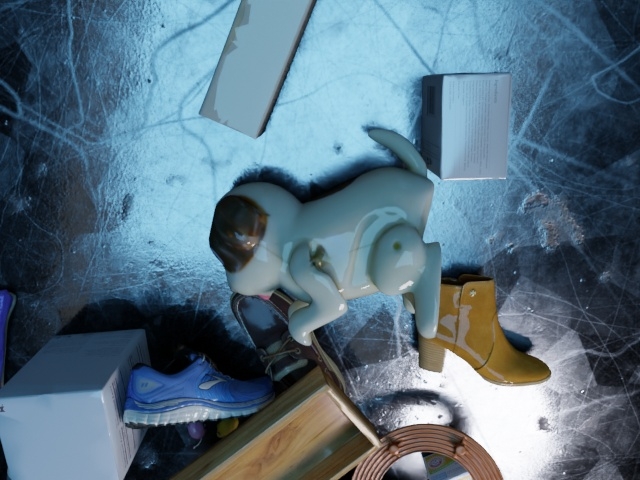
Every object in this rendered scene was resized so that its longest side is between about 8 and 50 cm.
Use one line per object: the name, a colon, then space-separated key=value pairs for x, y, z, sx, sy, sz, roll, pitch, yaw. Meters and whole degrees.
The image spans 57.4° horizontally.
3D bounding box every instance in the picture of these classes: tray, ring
tray: x=-0.102 y=0.447 z=1.157 sx=0.410 sy=0.076 sz=0.203 roll=-38 pitch=115 yaw=2
ring: x=0.227 y=0.557 z=1.231 sx=0.336 sy=0.032 sz=0.337 roll=0 pitch=91 yaw=5

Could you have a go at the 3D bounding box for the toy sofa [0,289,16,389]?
toy sofa: x=-0.750 y=0.261 z=1.182 sx=0.176 sy=0.150 sz=0.363 roll=12 pitch=104 yaw=-3

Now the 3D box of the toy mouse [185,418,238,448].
toy mouse: x=-0.254 y=0.390 z=1.288 sx=0.143 sy=0.031 sz=0.161 roll=42 pitch=100 yaw=-11

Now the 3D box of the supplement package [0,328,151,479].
supplement package: x=-0.462 y=0.321 z=1.145 sx=0.199 sy=0.263 sz=0.198 roll=-5 pitch=105 yaw=1

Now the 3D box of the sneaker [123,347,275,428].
sneaker: x=-0.226 y=0.285 z=1.164 sx=0.129 sy=0.329 sz=0.147 roll=-21 pitch=68 yaw=43

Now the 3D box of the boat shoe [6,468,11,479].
boat shoe: x=-0.550 y=0.588 z=1.293 sx=0.319 sy=0.116 sz=0.099 roll=29 pitch=99 yaw=-14

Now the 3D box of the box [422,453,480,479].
box: x=0.323 y=0.577 z=1.315 sx=0.114 sy=0.103 sz=0.203 roll=-23 pitch=104 yaw=4

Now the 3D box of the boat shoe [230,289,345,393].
boat shoe: x=-0.063 y=0.235 z=1.203 sx=0.123 sy=0.123 sz=0.342 roll=-33 pitch=103 yaw=7

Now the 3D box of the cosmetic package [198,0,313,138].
cosmetic package: x=-0.098 y=-0.347 z=1.030 sx=0.113 sy=0.160 sz=0.310 roll=24 pitch=102 yaw=-6

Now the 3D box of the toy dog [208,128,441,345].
toy dog: x=0.000 y=0.000 z=1.066 sx=0.407 sy=0.284 sz=0.396 roll=1 pitch=105 yaw=0

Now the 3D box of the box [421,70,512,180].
box: x=0.258 y=-0.211 z=1.061 sx=0.118 sy=0.181 sz=0.182 roll=-2 pitch=105 yaw=0

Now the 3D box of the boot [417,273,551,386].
boot: x=0.348 y=0.180 z=1.209 sx=0.294 sy=0.104 sz=0.212 roll=7 pitch=105 yaw=1
